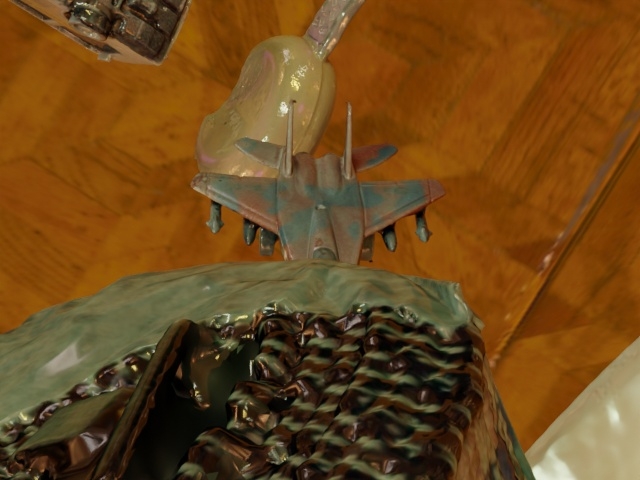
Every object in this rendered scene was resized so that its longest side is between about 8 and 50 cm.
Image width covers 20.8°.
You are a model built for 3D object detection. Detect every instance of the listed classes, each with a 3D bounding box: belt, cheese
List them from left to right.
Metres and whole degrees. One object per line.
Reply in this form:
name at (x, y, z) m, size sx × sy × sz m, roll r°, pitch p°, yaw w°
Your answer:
belt at (-0.037, 0.106, 0.511) m, size 0.207 × 0.257 × 0.150 m, roll -10°, pitch 112°, yaw 14°
cheese at (-0.028, -0.168, 1.828) m, size 0.082 × 0.163 × 0.286 m, roll 26°, pitch 104°, yaw -32°

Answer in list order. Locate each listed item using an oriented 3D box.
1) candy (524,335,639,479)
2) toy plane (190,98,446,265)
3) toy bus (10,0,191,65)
candy at (0.228, 0.200, 1.285) m, size 0.145 × 0.208 × 0.359 m, roll 47°, pitch 109°, yaw 19°
toy plane at (-0.001, 0.006, 1.463) m, size 0.223 × 0.104 × 0.326 m, roll 2°, pitch 42°, yaw -3°
toy bus at (-0.282, -0.272, 1.592) m, size 0.342 × 0.138 × 0.097 m, roll 30°, pitch 77°, yaw -36°
